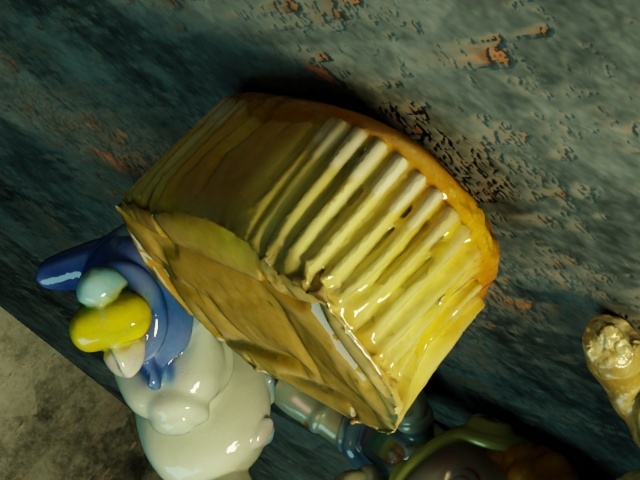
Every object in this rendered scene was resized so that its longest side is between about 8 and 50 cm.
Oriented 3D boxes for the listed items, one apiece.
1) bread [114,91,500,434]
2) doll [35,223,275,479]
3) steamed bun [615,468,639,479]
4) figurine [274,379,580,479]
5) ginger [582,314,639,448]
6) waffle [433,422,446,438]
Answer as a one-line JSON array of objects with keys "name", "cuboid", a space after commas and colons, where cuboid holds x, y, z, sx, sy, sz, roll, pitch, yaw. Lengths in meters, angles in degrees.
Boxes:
[{"name": "bread", "cuboid": [0.000, 0.000, 1.052, 0.204, 0.156, 0.288, 53, 161, -26]}, {"name": "doll", "cuboid": [-0.133, 0.099, 1.484, 0.376, 0.187, 0.365, 48, 168, 54]}, {"name": "steamed bun", "cuboid": [0.318, 0.304, 1.093, 0.325, 0.230, 0.372, 13, -165, 1]}, {"name": "figurine", "cuboid": [0.128, 0.226, 1.497, 0.382, 0.224, 0.205, 55, -164, 24]}, {"name": "ginger", "cuboid": [0.242, 0.121, 1.044, 0.165, 0.067, 0.096, 42, -176, -23]}, {"name": "waffle", "cuboid": [0.178, 0.339, 1.637, 0.274, 0.168, 0.057, 35, 171, -3]}]
